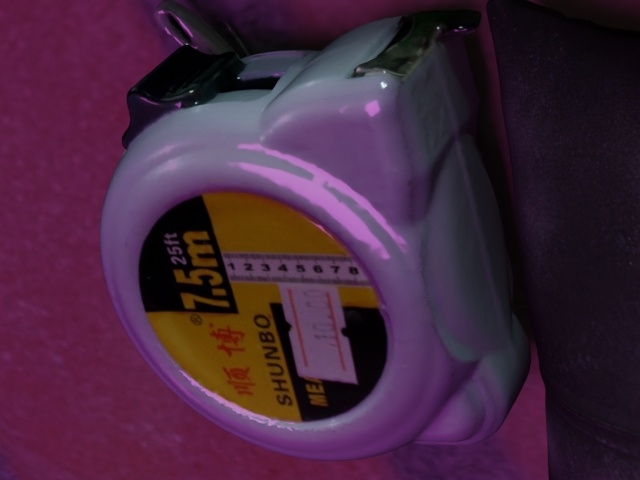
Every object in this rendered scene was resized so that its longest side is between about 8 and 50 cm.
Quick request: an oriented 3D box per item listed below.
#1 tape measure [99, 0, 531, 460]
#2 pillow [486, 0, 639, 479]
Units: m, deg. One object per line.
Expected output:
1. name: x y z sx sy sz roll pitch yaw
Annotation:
1. tape measure: -0.004 -0.002 0.634 0.178 0.105 0.196 4 124 26
2. pillow: 0.147 0.034 0.541 0.186 0.106 0.250 11 123 42
